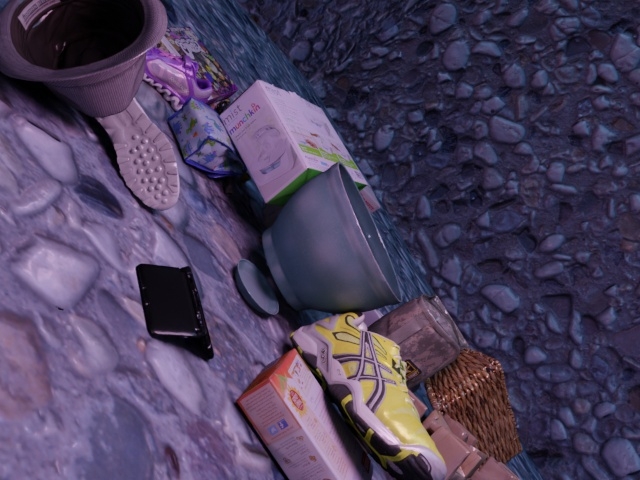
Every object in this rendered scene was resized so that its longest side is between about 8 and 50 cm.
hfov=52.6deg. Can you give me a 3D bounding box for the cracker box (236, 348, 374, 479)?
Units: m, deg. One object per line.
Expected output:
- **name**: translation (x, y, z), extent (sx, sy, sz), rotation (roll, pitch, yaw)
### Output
- **cracker box**: translation (-0.016, 0.291, 0.963), extent (0.232, 0.067, 0.156), rotation (56, 12, 1)

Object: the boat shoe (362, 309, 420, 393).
- **boat shoe**: translation (0.179, 0.270, 1.651), extent (0.258, 0.095, 0.084), rotation (61, 18, 18)

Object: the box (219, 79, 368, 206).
- **box**: translation (-0.050, -0.192, 1.384), extent (0.262, 0.127, 0.231), rotation (5, 51, -60)

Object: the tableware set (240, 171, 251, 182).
- **tableware set**: translation (-0.217, -0.195, 1.511), extent (0.154, 0.024, 0.104), rotation (48, 16, -34)

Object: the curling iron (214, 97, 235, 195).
- **curling iron**: translation (-0.207, -0.210, 1.452), extent (0.035, 0.068, 0.273), rotation (37, 36, -50)

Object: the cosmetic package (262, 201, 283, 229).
- **cosmetic package**: translation (0.000, 0.000, 1.583), extent (0.296, 0.129, 0.153), rotation (49, 17, -24)

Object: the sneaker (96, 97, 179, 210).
- **sneaker**: translation (-0.288, -0.153, 1.039), extent (0.235, 0.090, 0.095), rotation (62, -5, 5)

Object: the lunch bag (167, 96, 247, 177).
- **lunch bag**: translation (-0.226, -0.205, 1.345), extent (0.151, 0.096, 0.128), rotation (19, 38, -54)

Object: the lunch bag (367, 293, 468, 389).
- **lunch bag**: translation (0.176, 0.234, 1.413), extent (0.168, 0.235, 0.287), rotation (59, 14, 15)

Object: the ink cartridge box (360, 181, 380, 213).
- **ink cartridge box**: translation (0.038, -0.095, 1.773), extent (0.153, 0.209, 0.086), rotation (38, 23, -53)

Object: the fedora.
- **fedora**: translation (-0.336, -0.271, 0.941), extent (0.275, 0.244, 0.124), rotation (54, -19, 33)

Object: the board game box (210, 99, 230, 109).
- **board game box**: translation (-0.271, -0.371, 1.733), extent (0.154, 0.026, 0.103), rotation (60, 14, 16)

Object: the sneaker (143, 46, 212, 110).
- **sneaker**: translation (-0.319, -0.366, 1.381), extent (0.236, 0.105, 0.095), rotation (43, 20, -40)

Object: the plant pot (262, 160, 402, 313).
- **plant pot**: translation (0.010, 0.021, 1.248), extent (0.292, 0.196, 0.293), rotation (66, 9, 0)

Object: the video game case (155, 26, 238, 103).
- **video game case**: translation (-0.318, -0.438, 1.622), extent (0.210, 0.042, 0.232), rotation (52, 21, -8)

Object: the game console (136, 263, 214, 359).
- **game console**: translation (-0.199, 0.099, 0.894), extent (0.107, 0.071, 0.122), rotation (88, -16, -51)

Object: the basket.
- **basket**: translation (0.327, 0.436, 1.606), extent (0.214, 0.223, 0.299), rotation (17, -48, 57)

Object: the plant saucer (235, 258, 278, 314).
- **plant saucer**: translation (-0.120, 0.089, 1.178), extent (0.119, 0.021, 0.119), rotation (52, 13, -17)

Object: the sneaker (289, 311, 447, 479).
- **sneaker**: translation (0.087, 0.231, 1.049), extent (0.385, 0.147, 0.145), rotation (45, -19, 48)

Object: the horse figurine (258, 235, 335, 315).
- **horse figurine**: translation (-0.008, 0.040, 1.427), extent (0.263, 0.066, 0.174), rotation (42, 56, -19)

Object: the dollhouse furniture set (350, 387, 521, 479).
- **dollhouse furniture set**: translation (0.239, 0.507, 1.186), extent (0.394, 0.256, 0.362), rotation (39, -1, 41)
